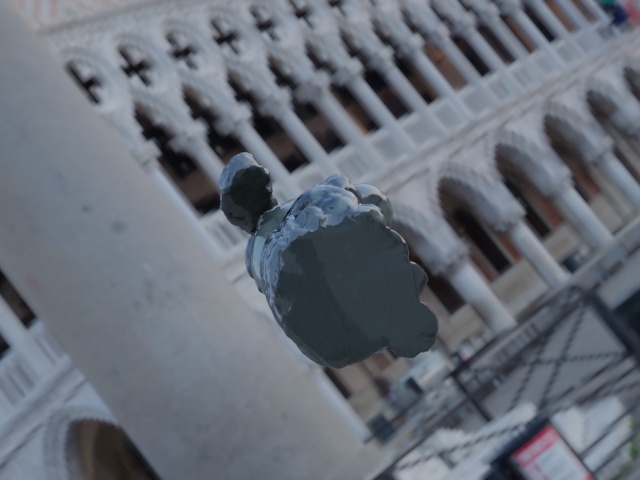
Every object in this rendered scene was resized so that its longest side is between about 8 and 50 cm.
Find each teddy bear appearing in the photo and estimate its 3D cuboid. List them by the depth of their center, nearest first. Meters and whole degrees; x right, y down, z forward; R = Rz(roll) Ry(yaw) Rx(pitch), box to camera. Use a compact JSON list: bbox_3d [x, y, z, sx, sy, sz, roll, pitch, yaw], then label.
[{"bbox_3d":[-0.003,-0.005,1.194,0.144,0.171,0.251,-38,28,-1],"label":"teddy bear"}]
